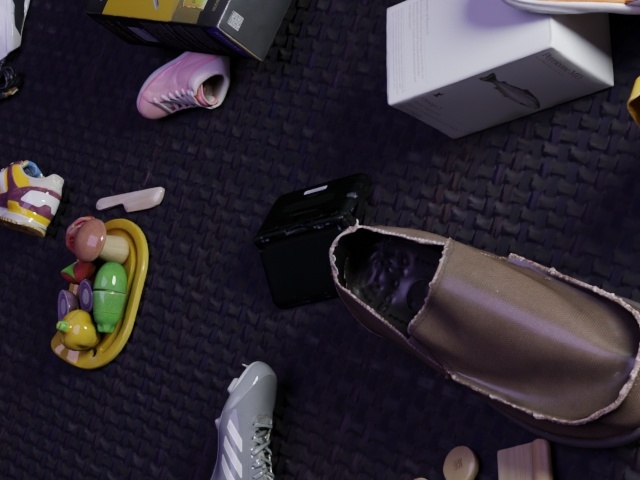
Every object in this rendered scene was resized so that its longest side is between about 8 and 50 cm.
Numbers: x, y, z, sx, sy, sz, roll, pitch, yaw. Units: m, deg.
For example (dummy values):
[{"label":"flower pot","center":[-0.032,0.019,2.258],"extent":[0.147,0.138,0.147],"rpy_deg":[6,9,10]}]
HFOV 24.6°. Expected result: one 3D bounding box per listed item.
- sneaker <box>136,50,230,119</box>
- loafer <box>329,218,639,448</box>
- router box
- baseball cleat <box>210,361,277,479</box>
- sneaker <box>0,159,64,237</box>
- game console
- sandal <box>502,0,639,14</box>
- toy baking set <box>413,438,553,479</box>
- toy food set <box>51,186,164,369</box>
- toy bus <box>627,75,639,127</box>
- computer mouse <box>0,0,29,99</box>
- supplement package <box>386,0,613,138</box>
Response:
[{"label":"sneaker","center":[-0.154,-0.168,1.663],"extent":[0.134,0.051,0.070],"rpy_deg":[-36,47,22]},{"label":"loafer","center":[0.134,0.073,1.238],"extent":[0.366,0.130,0.133],"rpy_deg":[16,82,45]},{"label":"router box","center":[-0.105,-0.360,1.646],"extent":[0.243,0.081,0.308],"rpy_deg":[13,75,45]},{"label":"baseball cleat","center":[-0.061,0.225,1.423],"extent":[0.109,0.072,0.205],"rpy_deg":[17,91,32]},{"label":"sneaker","center":[-0.387,-0.062,1.838],"extent":[0.185,0.069,0.083],"rpy_deg":[19,78,39]},{"label":"game console","center":[0.000,0.000,1.482],"extent":[0.122,0.071,0.107],"rpy_deg":[-14,35,38]},{"label":"sandal","center":[0.268,-0.234,1.201],"extent":[0.265,0.076,0.102],"rpy_deg":[-3,70,7]},{"label":"toy baking set","center":[0.131,0.286,1.237],"extent":[0.197,0.030,0.256],"rpy_deg":[3,70,50]},{"label":"toy food set","center":[-0.264,0.034,1.673],"extent":[0.128,0.071,0.217],"rpy_deg":[1,75,43]},{"label":"toy bus","center":[0.366,-0.161,1.122],"extent":[0.220,0.149,0.211],"rpy_deg":[-12,53,43]},{"label":"computer mouse","center":[-0.436,-0.277,1.977],"extent":[0.106,0.042,0.193],"rpy_deg":[-11,67,41]},{"label":"supplement package","center":[0.161,-0.176,1.335],"extent":[0.179,0.105,0.105],"rpy_deg":[-17,63,39]}]
